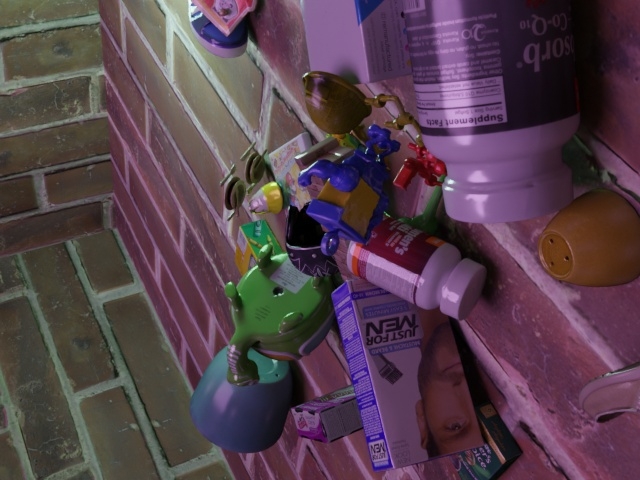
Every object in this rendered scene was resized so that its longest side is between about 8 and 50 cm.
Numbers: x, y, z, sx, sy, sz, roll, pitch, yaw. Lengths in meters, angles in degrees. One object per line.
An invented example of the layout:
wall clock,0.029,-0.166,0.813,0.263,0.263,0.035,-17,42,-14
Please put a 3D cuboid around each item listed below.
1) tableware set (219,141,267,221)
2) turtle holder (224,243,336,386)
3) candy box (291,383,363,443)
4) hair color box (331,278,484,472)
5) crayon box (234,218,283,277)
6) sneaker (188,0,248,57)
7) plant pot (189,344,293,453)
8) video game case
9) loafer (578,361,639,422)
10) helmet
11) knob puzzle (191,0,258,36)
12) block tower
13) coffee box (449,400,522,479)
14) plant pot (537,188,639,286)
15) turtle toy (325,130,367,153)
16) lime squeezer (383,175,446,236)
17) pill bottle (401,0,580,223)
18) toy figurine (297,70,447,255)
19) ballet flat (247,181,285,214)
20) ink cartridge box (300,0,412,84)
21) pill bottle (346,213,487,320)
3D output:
tableware set,-0.187,-0.151,2.070,0.039,0.194,0.128,15,138,21
turtle holder,-0.085,0.191,1.908,0.227,0.243,0.320,71,-156,-49
candy box,0.076,0.351,1.717,0.159,0.233,0.071,-19,88,65
hair color box,0.154,0.231,1.475,0.110,0.185,0.339,135,124,-65
crayon box,-0.142,0.102,2.219,0.278,0.081,0.165,59,153,29
sneaker,-0.259,-0.626,1.945,0.236,0.130,0.323,103,149,-55
plant pot,-0.210,0.428,2.353,0.293,0.293,0.235,53,133,38
video game case,-0.051,-0.133,1.939,0.227,0.026,0.206,-17,90,66
loafer,0.426,0.193,1.017,0.268,0.101,0.092,123,132,-59
helmet,0.000,0.000,1.742,0.169,0.169,0.162,142,126,-65
knob puzzle,-0.221,-0.602,1.871,0.213,0.030,0.213,5,104,20
block tower,0.061,-0.030,1.585,0.097,0.091,0.336,23,140,60
coffee box,0.296,0.388,1.499,0.113,0.040,0.184,62,153,28
plant pot,0.348,0.008,1.075,0.134,0.095,0.134,46,145,47
turtle toy,0.051,-0.189,1.632,0.130,0.066,0.095,63,153,23
lime squeezer,0.163,-0.046,1.493,0.310,0.058,0.110,-26,81,67
pill bottle,0.226,-0.220,1.055,0.210,0.210,0.363,18,122,62
toy figurine,0.063,-0.073,1.231,0.191,0.217,0.362,28,176,31
ballet flat,-0.144,-0.097,2.055,0.231,0.077,0.077,163,89,-77
ink cartridge box,0.114,-0.333,1.198,0.168,0.232,0.171,16,119,60
pill bottle,0.165,0.045,1.391,0.221,0.121,0.121,25,132,27
